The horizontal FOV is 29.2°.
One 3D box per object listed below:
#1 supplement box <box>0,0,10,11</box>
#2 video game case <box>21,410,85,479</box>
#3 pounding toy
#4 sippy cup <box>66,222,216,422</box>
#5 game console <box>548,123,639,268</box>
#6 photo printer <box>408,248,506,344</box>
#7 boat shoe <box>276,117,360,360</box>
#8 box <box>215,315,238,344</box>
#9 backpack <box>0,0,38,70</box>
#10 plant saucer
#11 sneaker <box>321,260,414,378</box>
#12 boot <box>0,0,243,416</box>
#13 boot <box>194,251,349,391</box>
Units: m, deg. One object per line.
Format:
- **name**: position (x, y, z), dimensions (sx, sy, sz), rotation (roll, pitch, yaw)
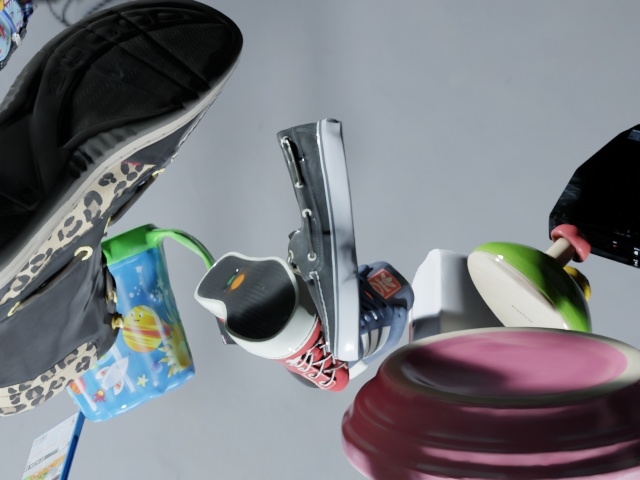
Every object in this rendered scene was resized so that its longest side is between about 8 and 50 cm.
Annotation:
- **supplement box**: position (-0.198, -0.189, 0.761), dimensions (0.043, 0.055, 0.083), rotation (24, 55, 6)
- **video game case**: position (-0.400, 0.339, 1.790), dimensions (0.015, 0.119, 0.166), rotation (38, 38, -27)
- **pounding toy**: position (0.293, 0.069, 1.443), dimensions (0.110, 0.183, 0.237), rotation (-41, 85, -12)
- **sippy cup**: position (-0.289, 0.122, 1.699), dimensions (0.240, 0.305, 0.224), rotation (-27, 92, -48)
- **game console**: position (0.469, -0.027, 1.455), dimensions (0.361, 0.044, 0.213), rotation (20, 51, 29)
- **photo printer**: position (0.242, 0.145, 1.678), dimensions (0.256, 0.107, 0.307), rotation (25, 32, -10)
- **boat shoe**: position (0.000, 0.000, 0.707), dimensions (0.040, 0.049, 0.142), rotation (-6, 78, 2)
- **box**: position (-0.123, 0.113, 1.884), dimensions (0.062, 0.083, 0.052), rotation (-1, 34, 20)
- **backpack**: position (-0.375, -0.253, 1.267), dimensions (0.158, 0.173, 0.117), rotation (38, 76, -11)
- **plant saucer**: position (0.183, 0.152, 1.155), dimensions (0.332, 0.332, 0.084), rotation (-6, 101, -12)
- **sneaker**: position (0.041, 0.085, 1.540), dimensions (0.148, 0.350, 0.131), rotation (-41, 81, 2)
- **boot**: position (-0.215, -0.024, 1.104), dimensions (0.138, 0.284, 0.377), rotation (30, 57, 12)
- **boot**: position (-0.015, 0.099, 1.202), dimensions (0.176, 0.244, 0.088), rotation (42, 83, -19)
